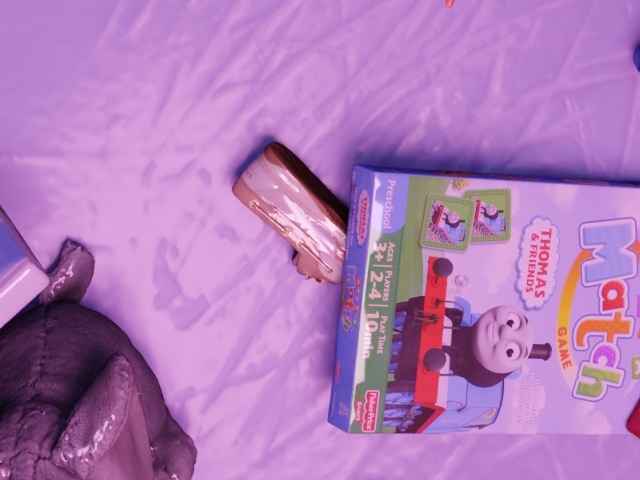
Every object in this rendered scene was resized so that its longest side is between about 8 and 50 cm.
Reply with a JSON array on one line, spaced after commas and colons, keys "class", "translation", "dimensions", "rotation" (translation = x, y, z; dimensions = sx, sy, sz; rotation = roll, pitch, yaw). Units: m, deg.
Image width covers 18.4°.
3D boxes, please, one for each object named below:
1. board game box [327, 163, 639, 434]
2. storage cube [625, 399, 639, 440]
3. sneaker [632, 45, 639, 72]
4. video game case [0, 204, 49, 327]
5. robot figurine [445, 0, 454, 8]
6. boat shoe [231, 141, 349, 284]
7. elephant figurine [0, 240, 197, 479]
[{"class": "board game box", "translation": [0.115, 0.039, 1.213], "dimensions": [0.212, 0.039, 0.160], "rotation": [2, 98, -23]}, {"class": "storage cube", "translation": [0.335, 0.099, 1.178], "dimensions": [0.184, 0.215, 0.193], "rotation": [30, 94, -23]}, {"class": "sneaker", "translation": [0.236, -0.191, 1.201], "dimensions": [0.087, 0.083, 0.221], "rotation": [3, 95, 1]}, {"class": "video game case", "translation": [-0.271, 0.037, 1.128], "dimensions": [0.212, 0.193, 0.023], "rotation": [-42, 134, 1]}, {"class": "robot figurine", "translation": [0.128, -0.239, 1.155], "dimensions": [0.219, 0.128, 0.158], "rotation": [-42, 132, 1]}, {"class": "boat shoe", "translation": [0.000, 0.000, 1.219], "dimensions": [0.045, 0.050, 0.135], "rotation": [-38, 102, 16]}, {"class": "elephant figurine", "translation": [-0.155, 0.129, 1.112], "dimensions": [0.169, 0.239, 0.186], "rotation": [-43, 90, 5]}]
